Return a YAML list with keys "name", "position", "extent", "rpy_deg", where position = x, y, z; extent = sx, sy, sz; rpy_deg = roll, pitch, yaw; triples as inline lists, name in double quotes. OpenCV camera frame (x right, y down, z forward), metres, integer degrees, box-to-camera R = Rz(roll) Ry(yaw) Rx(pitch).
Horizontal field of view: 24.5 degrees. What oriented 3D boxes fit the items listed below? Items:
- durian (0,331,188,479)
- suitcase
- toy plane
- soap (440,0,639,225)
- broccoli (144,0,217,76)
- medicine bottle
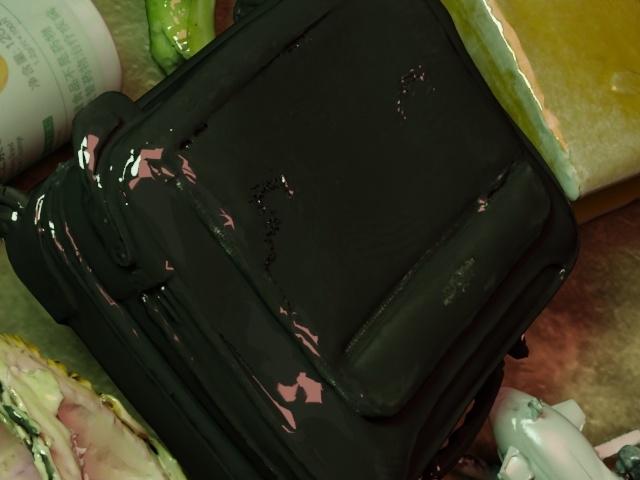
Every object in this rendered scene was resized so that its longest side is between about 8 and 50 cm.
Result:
- name: "durian"
  position: [-0.125, 0.206, 0.908]
  extent: [0.196, 0.185, 0.305]
  rpy_deg: [-5, 56, -53]
- name: "suitcase"
  position: [0.000, 0.000, 1.005]
  extent: [0.339, 0.188, 0.345]
  rpy_deg: [54, 48, -11]
- name: "toy plane"
  position: [0.205, 0.222, 1.056]
  extent: [0.182, 0.107, 0.273]
  rpy_deg: [-21, 79, -24]
- name: "soap"
  position: [0.239, -0.182, 1.240]
  extent: [0.335, 0.156, 0.293]
  rpy_deg: [-20, 79, -28]
- name: "broccoli"
  position: [-0.118, -0.271, 1.161]
  extent: [0.165, 0.146, 0.304]
  rpy_deg: [15, 64, -60]
- name: "medicine bottle"
  position: [-0.273, -0.076, 0.988]
  extent: [0.274, 0.133, 0.133]
  rpy_deg: [-38, 84, -31]
